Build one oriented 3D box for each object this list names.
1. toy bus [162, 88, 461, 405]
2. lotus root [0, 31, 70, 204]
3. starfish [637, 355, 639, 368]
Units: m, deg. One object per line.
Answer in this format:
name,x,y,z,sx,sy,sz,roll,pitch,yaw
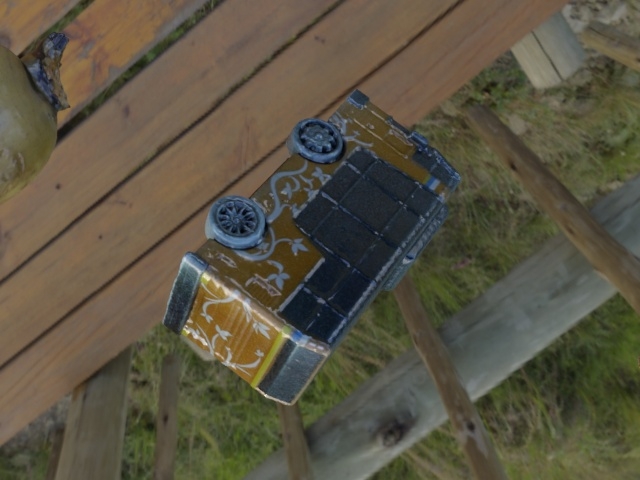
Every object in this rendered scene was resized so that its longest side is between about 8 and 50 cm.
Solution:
toy bus,0.000,0.000,0.805,0.167,0.275,0.138,36,143,6
lotus root,-0.269,-0.085,0.663,0.118,0.221,0.125,49,145,-1
starfish,0.354,0.110,0.662,0.240,0.227,0.043,48,66,-7
